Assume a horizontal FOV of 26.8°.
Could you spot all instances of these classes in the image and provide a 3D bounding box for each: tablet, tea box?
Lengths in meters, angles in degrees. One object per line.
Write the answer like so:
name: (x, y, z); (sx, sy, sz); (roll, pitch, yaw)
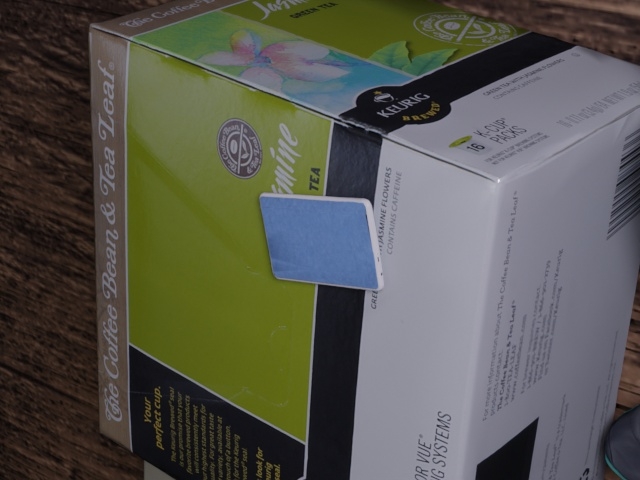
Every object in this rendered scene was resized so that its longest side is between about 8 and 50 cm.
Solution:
tablet: (0.000, 0.000, 0.767); (0.083, 0.006, 0.054); (6, 112, 41)
tea box: (0.027, 0.021, 0.915); (0.323, 0.220, 0.329); (24, 125, 32)

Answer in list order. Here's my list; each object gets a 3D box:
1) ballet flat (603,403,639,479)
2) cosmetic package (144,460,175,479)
ballet flat: (0.275, 0.175, 0.874); (0.203, 0.074, 0.074); (40, 133, 24)
cosmetic package: (-0.072, 0.296, 1.228); (0.160, 0.113, 0.309); (25, 127, 33)
